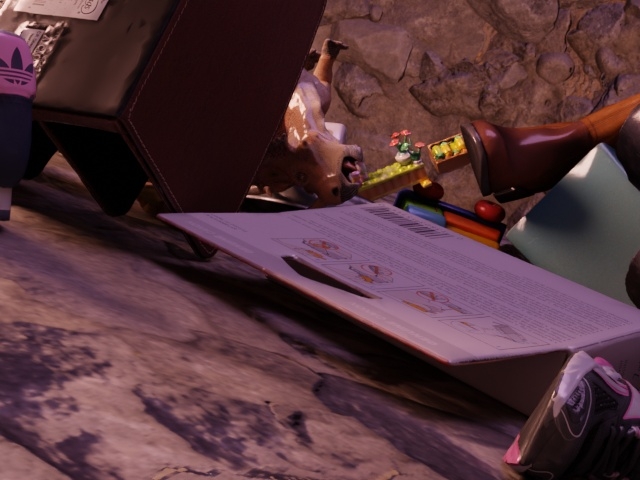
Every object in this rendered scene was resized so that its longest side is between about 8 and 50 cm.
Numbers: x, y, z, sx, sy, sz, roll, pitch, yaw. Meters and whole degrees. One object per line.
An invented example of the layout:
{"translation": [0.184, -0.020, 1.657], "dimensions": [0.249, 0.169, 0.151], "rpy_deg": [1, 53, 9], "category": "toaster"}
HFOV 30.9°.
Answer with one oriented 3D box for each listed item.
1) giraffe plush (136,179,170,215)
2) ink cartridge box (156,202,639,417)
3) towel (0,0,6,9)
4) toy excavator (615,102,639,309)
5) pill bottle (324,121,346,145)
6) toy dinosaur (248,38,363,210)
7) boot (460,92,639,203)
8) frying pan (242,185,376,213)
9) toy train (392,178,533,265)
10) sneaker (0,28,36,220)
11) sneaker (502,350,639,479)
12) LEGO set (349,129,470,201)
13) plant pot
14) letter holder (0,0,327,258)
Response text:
{"translation": [-0.156, -0.100, 1.069], "dimensions": [0.181, 0.210, 0.170], "rpy_deg": [-20, 48, -33], "category": "giraffe plush"}
{"translation": [0.062, 0.047, 0.856], "dimensions": [0.261, 0.066, 0.296], "rpy_deg": [-5, 22, -44], "category": "ink cartridge box"}
{"translation": [-0.356, -0.237, 1.201], "dimensions": [0.312, 0.056, 0.324], "rpy_deg": [34, -6, 18], "category": "towel"}
{"translation": [0.508, 0.032, 0.975], "dimensions": [0.445, 0.432, 0.222], "rpy_deg": [-19, 38, -5], "category": "toy excavator"}
{"translation": [-0.067, -0.094, 1.390], "dimensions": [0.187, 0.112, 0.112], "rpy_deg": [7, 5, 5], "category": "pill bottle"}
{"translation": [-0.057, -0.122, 1.220], "dimensions": [0.127, 0.200, 0.296], "rpy_deg": [14, -5, -19], "category": "toy dinosaur"}
{"translation": [0.325, -0.129, 1.408], "dimensions": [0.281, 0.096, 0.264], "rpy_deg": [-20, -20, 17], "category": "boot"}
{"translation": [0.023, -0.029, 1.215], "dimensions": [0.197, 0.053, 0.326], "rpy_deg": [19, -8, -17], "category": "frying pan"}
{"translation": [0.210, 0.016, 1.472], "dimensions": [0.248, 0.105, 0.143], "rpy_deg": [19, 16, -6], "category": "toy train"}
{"translation": [-0.315, -0.120, 0.813], "dimensions": [0.319, 0.131, 0.112], "rpy_deg": [23, 8, 27], "category": "sneaker"}
{"translation": [0.167, 0.109, 0.661], "dimensions": [0.077, 0.072, 0.178], "rpy_deg": [34, 17, 22], "category": "sneaker"}
{"translation": [0.042, -0.109, 1.486], "dimensions": [0.287, 0.107, 0.132], "rpy_deg": [-7, 27, 27], "category": "LEGO set"}
{"translation": [0.385, 0.031, 1.420], "dimensions": [0.165, 0.165, 0.234], "rpy_deg": [11, 38, -57], "category": "plant pot"}
{"translation": [-0.125, -0.163, 0.955], "dimensions": [0.152, 0.301, 0.214], "rpy_deg": [10, -28, 23], "category": "letter holder"}
